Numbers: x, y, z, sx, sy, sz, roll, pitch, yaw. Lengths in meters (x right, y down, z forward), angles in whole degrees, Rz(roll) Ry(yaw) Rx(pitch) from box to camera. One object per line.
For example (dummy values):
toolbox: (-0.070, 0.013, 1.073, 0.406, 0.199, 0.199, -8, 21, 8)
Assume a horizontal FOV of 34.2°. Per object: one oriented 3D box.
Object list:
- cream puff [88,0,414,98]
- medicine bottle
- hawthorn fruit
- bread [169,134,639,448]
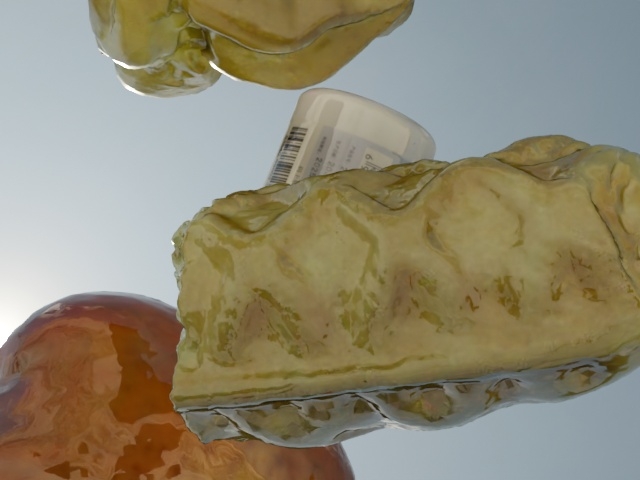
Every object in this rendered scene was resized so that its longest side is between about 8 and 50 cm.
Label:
cream puff: (-0.047, -0.254, 0.845, 0.257, 0.324, 0.291, 11, -94, -4)
medicine bottle: (0.000, 0.000, 0.701, 0.103, 0.103, 0.186, 21, -97, 11)
hawthorn fruit: (-0.192, 0.287, 1.117, 0.472, 0.472, 0.471, 6, -70, 17)
bread: (0.058, 0.029, 0.543, 0.268, 0.129, 0.152, -10, -45, 13)
